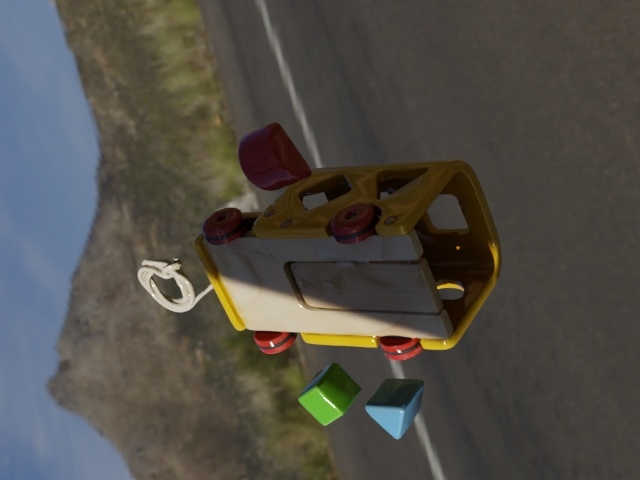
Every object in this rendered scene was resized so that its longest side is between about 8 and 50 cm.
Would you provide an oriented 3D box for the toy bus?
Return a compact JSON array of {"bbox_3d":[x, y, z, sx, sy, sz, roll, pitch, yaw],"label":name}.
[{"bbox_3d":[0.011,0.004,0.803,0.202,0.104,0.191,36,139,6],"label":"toy bus"}]
